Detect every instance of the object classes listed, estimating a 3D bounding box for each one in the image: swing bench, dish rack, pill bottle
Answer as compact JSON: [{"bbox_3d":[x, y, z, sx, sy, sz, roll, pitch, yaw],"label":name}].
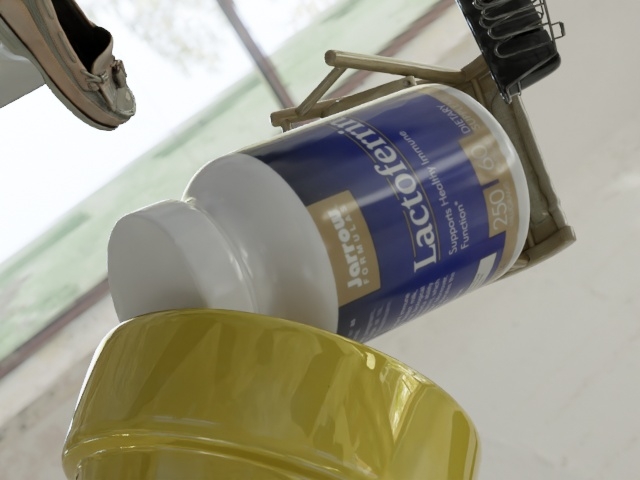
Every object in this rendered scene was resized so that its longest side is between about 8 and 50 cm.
[{"bbox_3d":[0.115,-0.074,1.551,0.254,0.253,0.165,-7,162,-30],"label":"swing bench"},{"bbox_3d":[0.143,-0.274,1.229,0.074,0.271,0.208,-24,-119,4],"label":"dish rack"},{"bbox_3d":[0.000,0.000,0.923,0.264,0.153,0.153,-24,-168,-33],"label":"pill bottle"}]

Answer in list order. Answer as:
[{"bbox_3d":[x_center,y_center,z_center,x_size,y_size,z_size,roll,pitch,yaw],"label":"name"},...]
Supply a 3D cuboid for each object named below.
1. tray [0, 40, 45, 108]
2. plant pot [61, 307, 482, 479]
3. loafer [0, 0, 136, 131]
[{"bbox_3d":[-0.283,-0.100,0.762,0.270,0.145,0.030,-26,168,8],"label":"tray"},{"bbox_3d":[-0.048,0.203,0.820,0.254,0.254,0.239,-15,-132,41],"label":"plant pot"},{"bbox_3d":[-0.122,-0.097,0.686,0.039,0.125,0.045,-22,-125,17],"label":"loafer"}]
